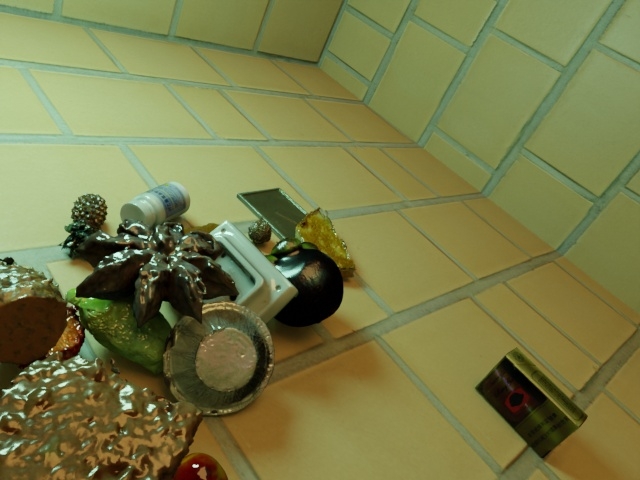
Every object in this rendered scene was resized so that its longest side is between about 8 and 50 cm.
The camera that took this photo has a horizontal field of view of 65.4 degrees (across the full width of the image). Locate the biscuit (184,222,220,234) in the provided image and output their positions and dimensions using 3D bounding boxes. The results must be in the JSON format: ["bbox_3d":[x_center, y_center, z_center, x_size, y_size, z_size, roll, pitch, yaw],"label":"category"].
[{"bbox_3d":[-0.348,0.024,1.355,0.295,0.044,0.186,-5,40,-44],"label":"biscuit"}]

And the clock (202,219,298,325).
[{"bbox_3d":[-0.223,0.102,1.154,0.262,0.231,0.116,44,-8,23],"label":"clock"}]

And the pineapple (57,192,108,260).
[{"bbox_3d":[-0.575,-0.044,1.241,0.103,0.083,0.221,12,36,-22],"label":"pineapple"}]

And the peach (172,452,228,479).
[{"bbox_3d":[-0.207,0.412,0.845,0.101,0.100,0.100,20,32,-13],"label":"peach"}]

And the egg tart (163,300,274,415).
[{"bbox_3d":[-0.197,0.237,1.006,0.234,0.094,0.233,5,80,-26],"label":"egg tart"}]

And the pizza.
[{"bbox_3d":[0.000,0.000,1.612,0.189,0.071,0.296,5,48,-30],"label":"pizza"}]

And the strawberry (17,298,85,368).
[{"bbox_3d":[-0.521,0.184,0.941,0.145,0.086,0.145,18,33,-12],"label":"strawberry"}]

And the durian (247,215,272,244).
[{"bbox_3d":[-0.185,-0.031,1.520,0.080,0.080,0.091,8,79,-29],"label":"durian"}]

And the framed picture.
[{"bbox_3d":[-0.123,-0.084,1.712,0.289,0.016,0.213,42,34,23],"label":"framed picture"}]

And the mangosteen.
[{"bbox_3d":[-0.057,0.106,1.284,0.243,0.242,0.242,20,32,-13],"label":"mangosteen"}]

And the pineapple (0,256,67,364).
[{"bbox_3d":[-0.556,0.096,0.863,0.279,0.157,0.158,24,23,39],"label":"pineapple"}]

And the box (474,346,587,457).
[{"bbox_3d":[0.556,0.431,1.333,0.071,0.159,0.240,-11,50,-44],"label":"box"}]

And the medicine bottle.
[{"bbox_3d":[-0.455,-0.092,1.384,0.103,0.102,0.187,33,31,8],"label":"medicine bottle"}]

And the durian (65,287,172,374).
[{"bbox_3d":[-0.390,0.167,1.011,0.250,0.101,0.139,47,1,-13],"label":"durian"}]

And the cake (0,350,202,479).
[{"bbox_3d":[-0.340,0.343,0.649,0.256,0.290,0.282,24,32,-3],"label":"cake"}]

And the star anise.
[{"bbox_3d":[-0.324,0.048,1.004,0.332,0.117,0.331,14,26,-7],"label":"star anise"}]
